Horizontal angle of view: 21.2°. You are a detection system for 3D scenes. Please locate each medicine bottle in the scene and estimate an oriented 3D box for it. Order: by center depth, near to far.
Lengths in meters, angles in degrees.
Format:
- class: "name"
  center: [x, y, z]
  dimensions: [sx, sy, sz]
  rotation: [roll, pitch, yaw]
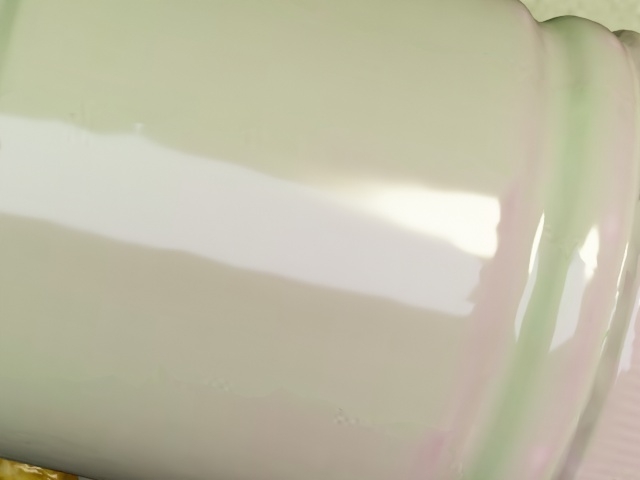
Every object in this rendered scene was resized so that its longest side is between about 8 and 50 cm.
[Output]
- class: "medicine bottle"
  center: [0.000, 0.000, 0.598]
  dimensions: [0.315, 0.202, 0.202]
  rotation: [16, 92, -7]

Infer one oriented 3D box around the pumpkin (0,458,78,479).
- class: "pumpkin"
  center: [-0.137, 0.072, 0.673]
  dimensions: [0.083, 0.054, 0.074]
  rotation: [-3, 72, -8]
